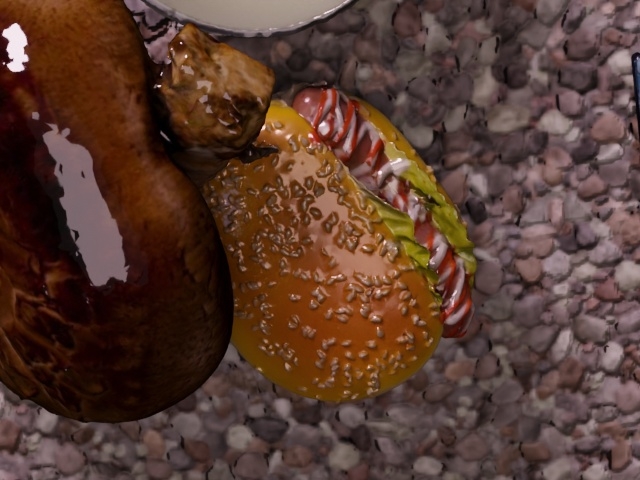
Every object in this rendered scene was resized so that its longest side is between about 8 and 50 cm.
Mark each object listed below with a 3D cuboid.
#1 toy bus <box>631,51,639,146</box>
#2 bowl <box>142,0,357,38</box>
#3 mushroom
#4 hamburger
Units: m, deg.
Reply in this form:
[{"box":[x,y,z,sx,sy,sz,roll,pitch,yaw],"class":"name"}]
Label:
[{"box":[0.302,-0.086,1.074,0.185,0.106,0.090,-10,106,0],"class":"toy bus"},{"box":[-0.044,-0.233,1.007,0.212,0.112,0.211,-1,107,-3],"class":"bowl"},{"box":[-0.157,-0.032,0.995,0.278,0.163,0.297,-25,93,38],"class":"mushroom"},{"box":[0.000,0.000,1.083,0.173,0.116,0.210,-32,103,9],"class":"hamburger"}]
